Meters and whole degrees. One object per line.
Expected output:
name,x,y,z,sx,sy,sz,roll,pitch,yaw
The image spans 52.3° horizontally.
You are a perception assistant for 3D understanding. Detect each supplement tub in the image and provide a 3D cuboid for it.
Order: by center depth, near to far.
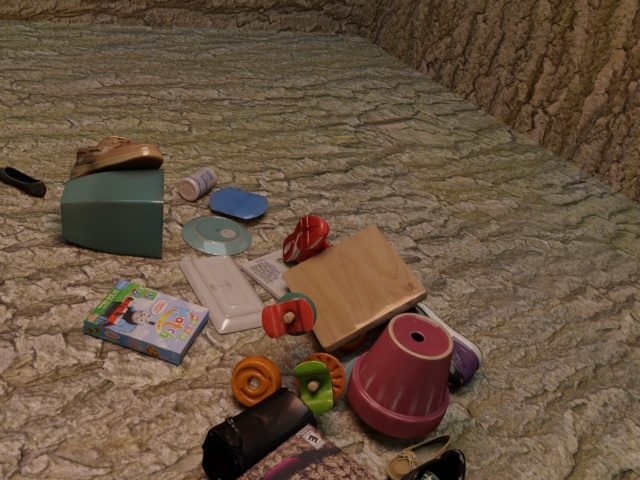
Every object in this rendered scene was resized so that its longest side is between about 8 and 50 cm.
supplement tub,-0.353,-0.163,1.876,0.071,0.071,0.107,24,34,14

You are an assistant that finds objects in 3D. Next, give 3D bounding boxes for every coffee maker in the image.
coffee maker,-0.095,0.335,1.111,0.178,0.171,0.120,-23,72,-41

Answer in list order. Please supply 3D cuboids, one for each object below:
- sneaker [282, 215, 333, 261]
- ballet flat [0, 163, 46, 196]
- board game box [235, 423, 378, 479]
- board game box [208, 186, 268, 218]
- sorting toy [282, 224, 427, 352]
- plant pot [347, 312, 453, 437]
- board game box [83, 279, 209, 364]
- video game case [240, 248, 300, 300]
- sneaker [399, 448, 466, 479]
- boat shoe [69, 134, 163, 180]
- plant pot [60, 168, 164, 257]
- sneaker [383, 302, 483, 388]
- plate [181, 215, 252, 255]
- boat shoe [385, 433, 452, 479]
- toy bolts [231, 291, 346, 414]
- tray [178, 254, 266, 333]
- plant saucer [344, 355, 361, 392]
sneaker,0.000,0.000,1.620,0.128,0.221,0.087,7,73,-25
ballet flat,-0.789,-0.168,1.721,0.173,0.049,0.057,25,32,16
board game box,0.003,0.463,0.979,0.291,0.141,0.232,32,35,26
board game box,-0.234,-0.095,1.858,0.168,0.033,0.133,15,37,10
sorting toy,0.079,0.122,1.510,0.255,0.089,0.257,-28,45,-6
plant pot,0.170,0.251,1.274,0.201,0.180,0.201,11,33,-7
board game box,-0.364,0.169,1.383,0.211,0.039,0.160,18,32,4
video game case,-0.097,0.086,1.642,0.157,0.019,0.143,36,38,30
sneaker,0.114,0.380,0.923,0.267,0.106,0.101,-21,47,-42
boat shoe,-0.536,-0.219,1.686,0.341,0.110,0.121,-6,-12,36
plant pot,-0.502,-0.071,1.590,0.234,0.166,0.165,2,34,-14
sneaker,0.222,0.225,1.483,0.283,0.107,0.124,32,42,25
plate,-0.274,-0.022,1.733,0.188,0.024,0.188,11,31,-6
boat shoe,0.188,0.407,1.231,0.153,0.048,0.056,-9,39,-33
toy bolts,-0.064,0.219,1.312,0.218,0.229,0.158,-7,0,10
tray,-0.223,0.113,1.539,0.145,0.030,0.270,-8,39,-31
plant saucer,0.139,0.317,1.363,0.194,0.037,0.195,10,32,-6
